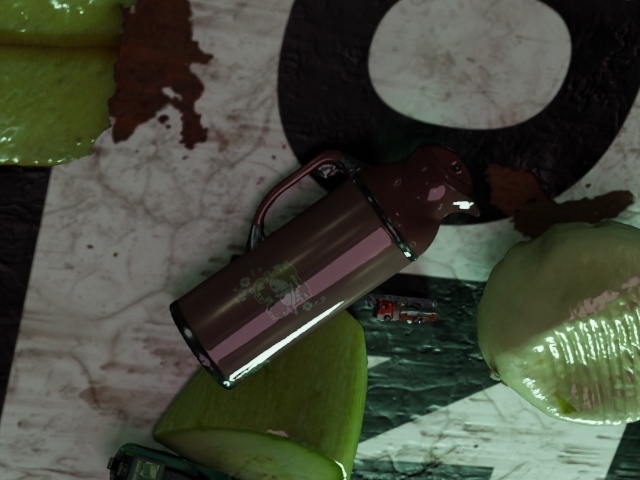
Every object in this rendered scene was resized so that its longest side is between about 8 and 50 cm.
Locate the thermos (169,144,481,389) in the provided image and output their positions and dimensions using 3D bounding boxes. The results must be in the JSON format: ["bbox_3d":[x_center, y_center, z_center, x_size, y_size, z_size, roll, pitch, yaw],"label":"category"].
[{"bbox_3d":[0.004,0.005,1.595,0.330,0.136,0.109,-35,150,4],"label":"thermos"}]

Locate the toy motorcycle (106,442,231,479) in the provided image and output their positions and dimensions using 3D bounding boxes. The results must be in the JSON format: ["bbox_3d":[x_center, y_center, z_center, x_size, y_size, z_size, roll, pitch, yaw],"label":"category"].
[{"bbox_3d":[-0.150,0.265,1.687,0.173,0.100,0.058,23,81,-30],"label":"toy motorcycle"}]

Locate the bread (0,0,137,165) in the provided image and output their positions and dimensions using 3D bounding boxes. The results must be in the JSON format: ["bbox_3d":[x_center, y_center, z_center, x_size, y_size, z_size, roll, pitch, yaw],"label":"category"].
[{"bbox_3d":[-0.323,-0.165,1.316,0.362,0.245,0.233,14,113,-19],"label":"bread"}]

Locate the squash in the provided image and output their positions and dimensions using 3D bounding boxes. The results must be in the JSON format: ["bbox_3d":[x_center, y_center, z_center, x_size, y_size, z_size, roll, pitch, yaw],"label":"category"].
[{"bbox_3d":[-0.032,0.175,1.722,0.237,0.155,0.204,26,145,-29],"label":"squash"}]

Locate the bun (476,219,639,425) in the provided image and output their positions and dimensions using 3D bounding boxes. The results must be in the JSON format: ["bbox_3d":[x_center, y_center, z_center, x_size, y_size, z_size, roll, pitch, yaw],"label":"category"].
[{"bbox_3d":[0.295,0.074,1.685,0.259,0.160,0.259,-4,133,-4],"label":"bun"}]

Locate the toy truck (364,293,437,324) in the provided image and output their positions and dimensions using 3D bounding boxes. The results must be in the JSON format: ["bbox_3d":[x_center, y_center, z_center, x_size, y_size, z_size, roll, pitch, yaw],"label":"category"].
[{"bbox_3d":[0.087,0.075,1.697,0.083,0.024,0.032,4,95,-21],"label":"toy truck"}]
